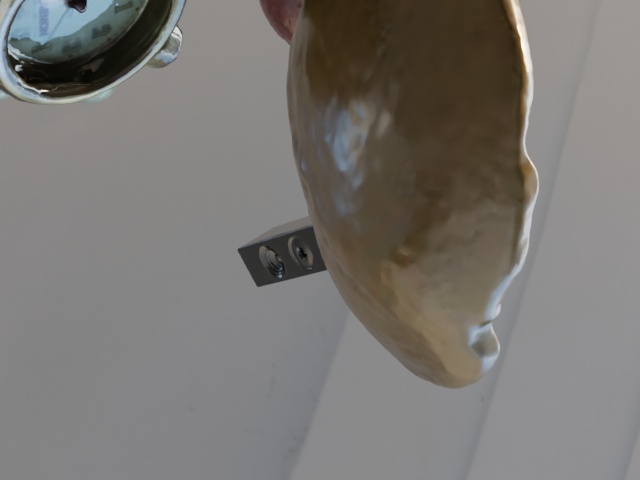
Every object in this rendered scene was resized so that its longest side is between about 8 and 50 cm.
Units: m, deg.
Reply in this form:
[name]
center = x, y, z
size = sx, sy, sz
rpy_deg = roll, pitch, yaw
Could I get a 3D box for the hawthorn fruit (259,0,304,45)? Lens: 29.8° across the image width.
[hawthorn fruit]
center = 0.028, -0.218, 0.812
size = 0.162, 0.162, 0.204
rpy_deg = -14, -114, 8

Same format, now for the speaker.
[speaker]
center = 0.000, 0.000, 0.978
size = 0.046, 0.191, 0.040
rpy_deg = -33, -81, -31

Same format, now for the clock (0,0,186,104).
[clock]
center = -0.076, -0.175, 0.549
size = 0.243, 0.200, 0.146
rpy_deg = -29, -121, -27

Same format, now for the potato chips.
[potato chips]
center = 0.024, -0.044, 0.490
size = 0.061, 0.195, 0.208
rpy_deg = -1, -93, -16
